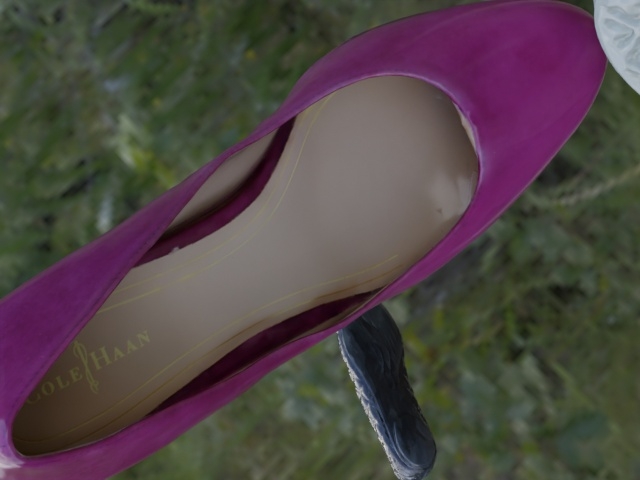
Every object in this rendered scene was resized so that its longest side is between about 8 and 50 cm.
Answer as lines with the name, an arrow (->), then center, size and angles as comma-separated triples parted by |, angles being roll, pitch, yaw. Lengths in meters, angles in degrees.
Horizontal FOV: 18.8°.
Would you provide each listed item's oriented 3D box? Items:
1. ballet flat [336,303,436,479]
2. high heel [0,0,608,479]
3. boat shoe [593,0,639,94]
ballet flat -> 0.046, 0.116, 1.570 | 0.049, 0.057, 0.173 | -52, 52, 56
high heel -> 0.000, 0.000, 0.892 | 0.127, 0.377, 0.181 | 57, 171, -13
boat shoe -> 0.351, -0.155, 0.788 | 0.500, 0.156, 0.187 | -5, 135, 36
